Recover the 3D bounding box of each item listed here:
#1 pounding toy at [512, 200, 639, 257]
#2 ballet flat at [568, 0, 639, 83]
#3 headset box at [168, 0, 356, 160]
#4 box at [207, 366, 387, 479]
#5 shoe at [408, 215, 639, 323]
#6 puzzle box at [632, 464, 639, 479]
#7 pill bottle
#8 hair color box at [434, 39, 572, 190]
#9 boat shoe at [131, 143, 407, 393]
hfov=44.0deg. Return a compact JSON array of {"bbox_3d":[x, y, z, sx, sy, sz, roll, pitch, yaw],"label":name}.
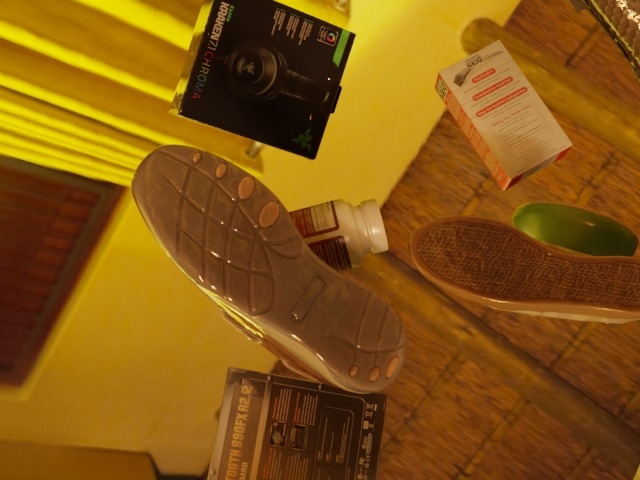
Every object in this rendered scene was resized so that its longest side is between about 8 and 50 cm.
[{"bbox_3d":[0.368,0.038,1.193,0.183,0.237,0.110,16,-104,22],"label":"pounding toy"},{"bbox_3d":[0.219,-0.109,0.459,0.058,0.250,0.084,-30,-166,52],"label":"ballet flat"},{"bbox_3d":[-0.099,-0.300,1.444,0.246,0.283,0.131,-71,-159,6],"label":"headset box"},{"bbox_3d":[-0.033,0.268,0.863,0.056,0.183,0.231,114,-15,-70],"label":"box"},{"bbox_3d":[0.180,0.034,0.683,0.058,0.219,0.076,98,5,-69],"label":"shoe"},{"bbox_3d":[0.597,0.273,1.054,0.272,0.052,0.408,44,-49,47],"label":"puzzle box"},{"bbox_3d":[0.000,0.000,0.942,0.152,0.086,0.086,-14,-124,2],"label":"pill bottle"},{"bbox_3d":[0.228,-0.158,1.001,0.093,0.053,0.167,-29,-102,-6],"label":"hair color box"},{"bbox_3d":[-0.063,0.041,0.789,0.123,0.324,0.116,-49,-171,-27],"label":"boat shoe"}]
